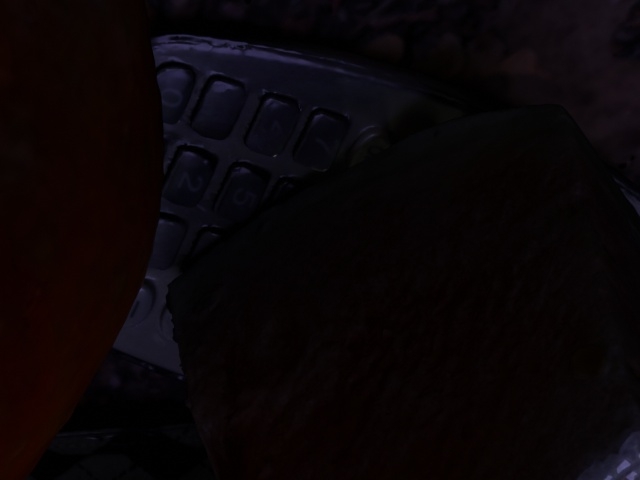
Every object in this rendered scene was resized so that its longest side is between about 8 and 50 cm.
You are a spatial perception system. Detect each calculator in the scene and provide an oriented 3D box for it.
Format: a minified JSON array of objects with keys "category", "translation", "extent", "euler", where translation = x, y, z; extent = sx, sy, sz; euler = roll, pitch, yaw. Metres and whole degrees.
[{"category":"calculator","translation":[0.000,0.000,0.770],"extent":[0.268,0.040,0.177],"euler":[15,122,-22]}]

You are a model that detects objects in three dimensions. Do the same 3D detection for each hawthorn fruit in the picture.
[{"category":"hawthorn fruit","translation":[-0.181,-0.015,0.589],"extent":[0.284,0.284,0.284],"euler":[-6,128,-8]}]

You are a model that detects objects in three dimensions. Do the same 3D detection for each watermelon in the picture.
[{"category":"watermelon","translation":[0.038,0.085,0.649],"extent":[0.213,0.262,0.201],"euler":[-34,166,20]}]

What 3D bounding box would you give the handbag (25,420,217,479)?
[{"category":"handbag","translation":[-0.180,0.274,0.846],"extent":[0.316,0.180,0.416],"euler":[4,122,-25]}]
